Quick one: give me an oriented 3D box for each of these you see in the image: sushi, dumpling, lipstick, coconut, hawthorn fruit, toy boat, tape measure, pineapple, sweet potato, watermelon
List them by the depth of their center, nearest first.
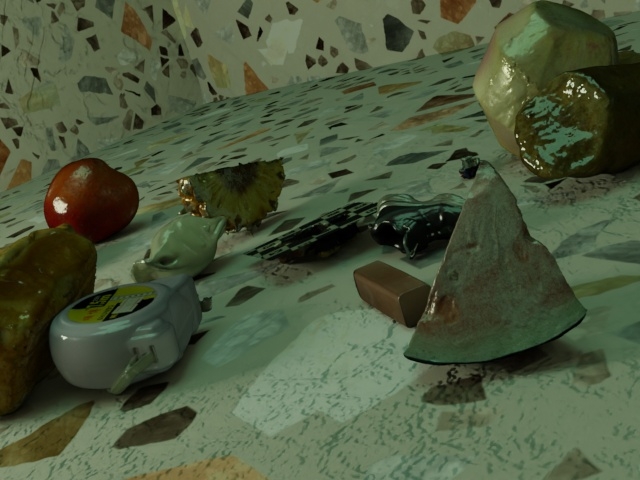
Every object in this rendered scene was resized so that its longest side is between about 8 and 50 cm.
[{"bbox_3d":[0.180,0.031,0.916,0.136,0.202,0.207,22,21,-3],"label":"watermelon"},{"bbox_3d":[0.086,0.062,1.079,0.045,0.045,0.145,-20,15,-14],"label":"lipstick"},{"bbox_3d":[-0.247,0.123,1.149,0.178,0.105,0.196,-6,20,13],"label":"tape measure"},{"bbox_3d":[0.453,-0.186,1.336,0.369,0.158,0.158,-14,13,-27],"label":"sweet potato"},{"bbox_3d":[0.000,0.000,1.392,0.210,0.040,0.192,-25,10,-16],"label":"sushi"},{"bbox_3d":[-0.230,0.025,1.491,0.169,0.099,0.134,-58,1,-35],"label":"dumpling"},{"bbox_3d":[0.371,-0.254,1.503,0.259,0.259,0.259,-16,16,5],"label":"coconut"},{"bbox_3d":[0.254,-0.129,1.551,0.038,0.038,0.083,-12,16,20],"label":"toy boat"},{"bbox_3d":[-0.151,-0.068,1.633,0.233,0.135,0.079,-20,4,-41],"label":"pineapple"},{"bbox_3d":[-0.508,-0.063,1.946,0.196,0.196,0.225,-2,47,43],"label":"hawthorn fruit"}]

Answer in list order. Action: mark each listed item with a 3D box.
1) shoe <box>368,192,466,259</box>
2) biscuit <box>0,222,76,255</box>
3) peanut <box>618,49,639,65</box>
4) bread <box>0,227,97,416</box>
[{"bbox_3d":[0.136,-0.012,1.246,0.169,0.071,0.099,6,42,34],"label":"shoe"},{"bbox_3d":[-0.613,0.055,1.769,0.274,0.091,0.213,-15,13,4],"label":"biscuit"},{"bbox_3d":[0.571,-0.291,1.640,0.117,0.101,0.263,7,13,-3],"label":"peanut"},{"bbox_3d":[-0.404,0.106,1.226,0.132,0.167,0.294,23,25,-2],"label":"bread"}]
